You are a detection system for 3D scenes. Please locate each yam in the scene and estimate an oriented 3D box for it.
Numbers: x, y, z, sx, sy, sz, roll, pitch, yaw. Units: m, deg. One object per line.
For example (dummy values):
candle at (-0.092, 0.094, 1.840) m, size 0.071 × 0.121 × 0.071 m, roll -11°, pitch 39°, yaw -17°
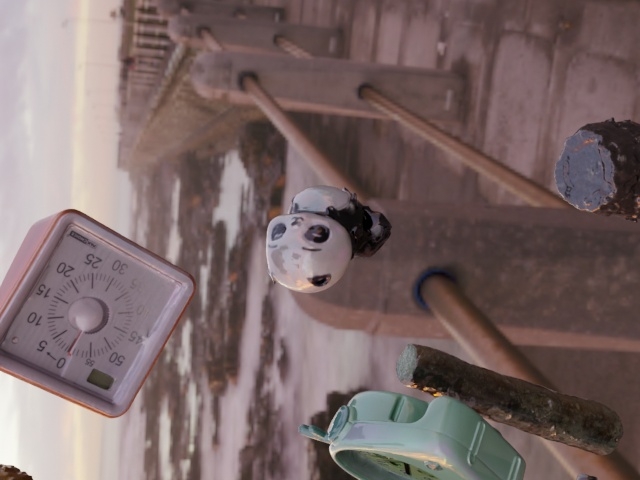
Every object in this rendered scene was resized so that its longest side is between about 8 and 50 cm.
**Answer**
yam at (0.209, 0.175, 1.045) m, size 0.061 × 0.274 × 0.061 m, roll -53°, pitch 26°, yaw 39°

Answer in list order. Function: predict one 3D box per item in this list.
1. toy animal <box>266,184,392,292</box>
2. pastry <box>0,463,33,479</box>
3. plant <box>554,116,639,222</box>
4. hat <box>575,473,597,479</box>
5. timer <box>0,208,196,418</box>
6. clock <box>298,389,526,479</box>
toy animal at (0.000, 0.000, 1.511) m, size 0.179 × 0.166 × 0.138 m, roll -45°, pitch -52°, yaw -45°
pastry at (-0.584, 0.471, 1.536) m, size 0.162 × 0.310 × 0.255 m, roll -48°, pitch -59°, yaw -54°
plant at (0.587, -0.142, 1.876) m, size 0.204 × 0.233 × 0.178 m, roll 44°, pitch 128°, yaw 43°
hat at (0.528, 0.491, 1.887) m, size 0.121 × 0.121 × 0.050 m, roll 117°, pitch 168°, yaw -61°
timer at (-0.367, 0.116, 1.461) m, size 0.161 × 0.257 × 0.250 m, roll -4°, pitch 59°, yaw 51°
clock at (0.079, 0.201, 0.922) m, size 0.210 × 0.159 × 0.066 m, roll -1°, pitch 55°, yaw 40°
